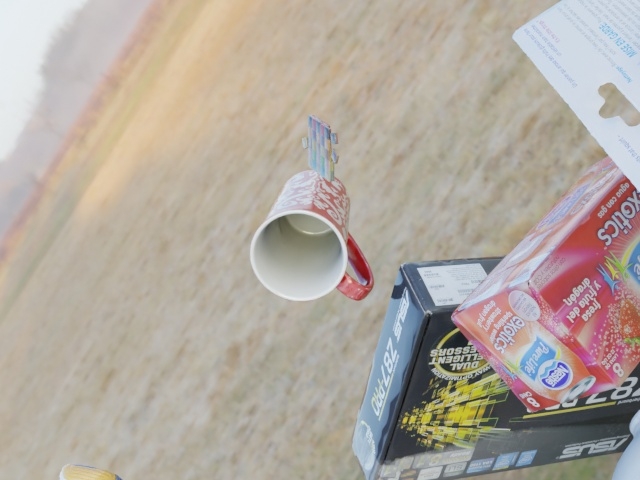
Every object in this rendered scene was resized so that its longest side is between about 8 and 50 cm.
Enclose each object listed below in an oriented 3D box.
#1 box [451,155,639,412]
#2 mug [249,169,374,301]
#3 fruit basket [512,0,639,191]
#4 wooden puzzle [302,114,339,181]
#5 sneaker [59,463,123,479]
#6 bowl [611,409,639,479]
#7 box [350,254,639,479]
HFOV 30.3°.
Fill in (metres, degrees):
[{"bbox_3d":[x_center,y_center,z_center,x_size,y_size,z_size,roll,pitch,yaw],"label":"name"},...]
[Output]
[{"bbox_3d":[0.257,0.022,1.071,0.257,0.123,0.128,-43,5,-32],"label":"box"},{"bbox_3d":[-0.010,0.001,1.423,0.113,0.150,0.169,-20,20,14],"label":"mug"},{"bbox_3d":[0.337,-0.162,0.801,0.353,0.165,0.327,-35,32,10],"label":"fruit basket"},{"bbox_3d":[0.001,-0.083,1.064,0.083,0.006,0.049,-137,43,-59],"label":"wooden puzzle"},{"bbox_3d":[-0.285,0.404,1.564,0.296,0.112,0.131,61,-143,-54],"label":"sneaker"},{"bbox_3d":[0.418,0.222,1.233,0.298,0.298,0.134,-50,50,36],"label":"bowl"},{"bbox_3d":[0.256,0.154,1.462,0.097,0.395,0.318,-114,28,-42],"label":"box"}]
